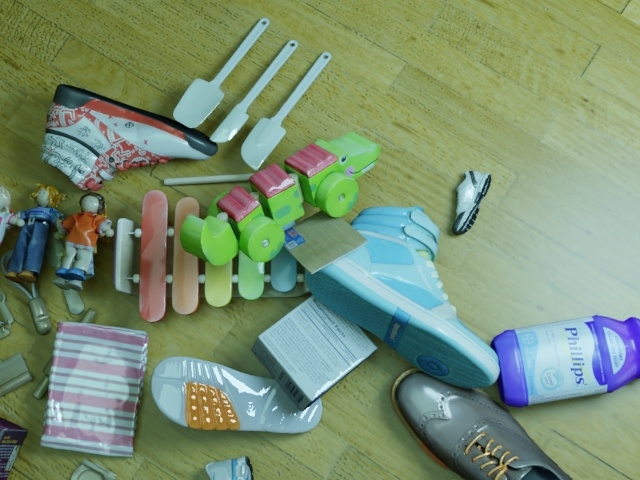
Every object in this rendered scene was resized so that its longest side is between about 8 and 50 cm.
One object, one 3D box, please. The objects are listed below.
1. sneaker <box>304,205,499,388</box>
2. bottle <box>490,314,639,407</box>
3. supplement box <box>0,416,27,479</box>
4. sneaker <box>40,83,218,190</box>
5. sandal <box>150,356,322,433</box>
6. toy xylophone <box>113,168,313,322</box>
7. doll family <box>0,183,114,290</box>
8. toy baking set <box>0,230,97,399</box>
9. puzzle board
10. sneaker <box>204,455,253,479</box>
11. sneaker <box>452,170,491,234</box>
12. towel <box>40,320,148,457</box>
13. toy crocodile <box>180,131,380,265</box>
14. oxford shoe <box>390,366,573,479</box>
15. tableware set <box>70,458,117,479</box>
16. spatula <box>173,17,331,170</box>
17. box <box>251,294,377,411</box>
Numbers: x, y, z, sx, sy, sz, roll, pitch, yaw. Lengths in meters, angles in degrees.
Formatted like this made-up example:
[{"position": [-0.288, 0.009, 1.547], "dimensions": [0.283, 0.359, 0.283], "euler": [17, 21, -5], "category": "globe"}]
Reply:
[{"position": [0.158, 0.063, 1.593], "dimensions": [0.319, 0.127, 0.208], "euler": [34, 58, 3], "category": "sneaker"}, {"position": [0.400, 0.171, 1.588], "dimensions": [0.283, 0.092, 0.118], "euler": [-9, 78, 2], "category": "bottle"}, {"position": [-0.528, 0.356, 1.614], "dimensions": [0.081, 0.104, 0.188], "euler": [21, 81, 8], "category": "supplement box"}, {"position": [-0.308, -0.138, 1.705], "dimensions": [0.270, 0.090, 0.145], "euler": [19, 100, -5], "category": "sneaker"}, {"position": [-0.132, 0.246, 1.627], "dimensions": [0.265, 0.076, 0.102], "euler": [14, 76, -15], "category": "sandal"}, {"position": [-0.162, -0.001, 1.666], "dimensions": [0.323, 0.081, 0.236], "euler": [-8, 79, 2], "category": "toy xylophone"}, {"position": [-0.421, -0.012, 1.675], "dimensions": [0.263, 0.118, 0.163], "euler": [5, 68, 18], "category": "doll family"}, {"position": [-0.455, 0.119, 1.690], "dimensions": [0.197, 0.030, 0.256], "euler": [35, 84, 9], "category": "toy baking set"}, {"position": [0.000, 0.000, 1.566], "dimensions": [0.096, 0.011, 0.128], "euler": [-30, 34, -13], "category": "puzzle board"}, {"position": [-0.146, 0.419, 1.601], "dimensions": [0.083, 0.071, 0.190], "euler": [-3, 71, 10], "category": "sneaker"}, {"position": [0.227, -0.060, 1.676], "dimensions": [0.044, 0.040, 0.109], "euler": [21, 78, 24], "category": "sneaker"}, {"position": [-0.346, 0.228, 1.645], "dimensions": [0.144, 0.029, 0.197], "euler": [7, 85, -4], "category": "towel"}, {"position": [-0.056, -0.068, 1.569], "dimensions": [0.340, 0.105, 0.115], "euler": [-32, 45, -21], "category": "toy crocodile"}, {"position": [0.256, 0.307, 1.553], "dimensions": [0.364, 0.133, 0.130], "euler": [37, 85, 10], "category": "oxford shoe"}, {"position": [-0.359, 0.429, 1.632], "dimensions": [0.141, 0.020, 0.168], "euler": [43, 86, 10], "category": "tableware set"}, {"position": [-0.104, -0.245, 1.713], "dimensions": [0.168, 0.019, 0.242], "euler": [31, 71, 10], "category": "spatula"}, {"position": [-0.010, 0.162, 1.609], "dimensions": [0.137, 0.072, 0.126], "euler": [-36, 79, -24], "category": "box"}]
